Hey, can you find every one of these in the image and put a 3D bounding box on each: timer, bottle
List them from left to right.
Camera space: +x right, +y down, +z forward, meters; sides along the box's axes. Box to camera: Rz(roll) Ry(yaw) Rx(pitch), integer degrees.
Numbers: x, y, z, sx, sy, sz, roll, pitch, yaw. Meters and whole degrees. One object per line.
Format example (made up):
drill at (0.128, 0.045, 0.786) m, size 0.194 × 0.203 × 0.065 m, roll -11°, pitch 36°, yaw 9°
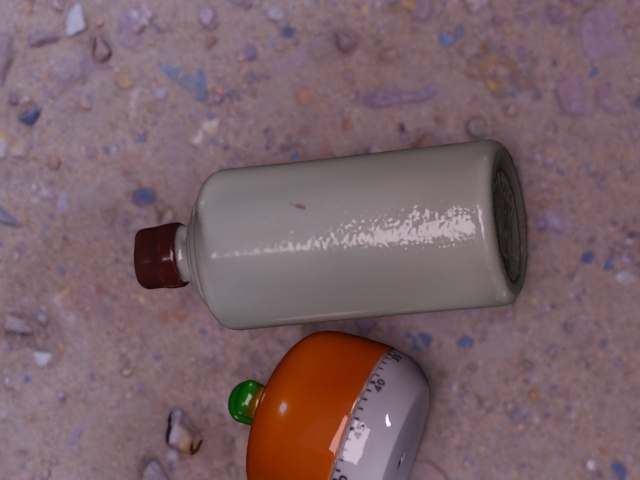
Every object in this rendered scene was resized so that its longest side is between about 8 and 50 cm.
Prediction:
timer at (-0.002, 0.119, 1.215) m, size 0.136 × 0.099 × 0.136 m, roll -1°, pitch 85°, yaw 10°
bottle at (0.000, 0.000, 1.202) m, size 0.245 × 0.104 × 0.104 m, roll -5°, pitch 93°, yaw 18°
